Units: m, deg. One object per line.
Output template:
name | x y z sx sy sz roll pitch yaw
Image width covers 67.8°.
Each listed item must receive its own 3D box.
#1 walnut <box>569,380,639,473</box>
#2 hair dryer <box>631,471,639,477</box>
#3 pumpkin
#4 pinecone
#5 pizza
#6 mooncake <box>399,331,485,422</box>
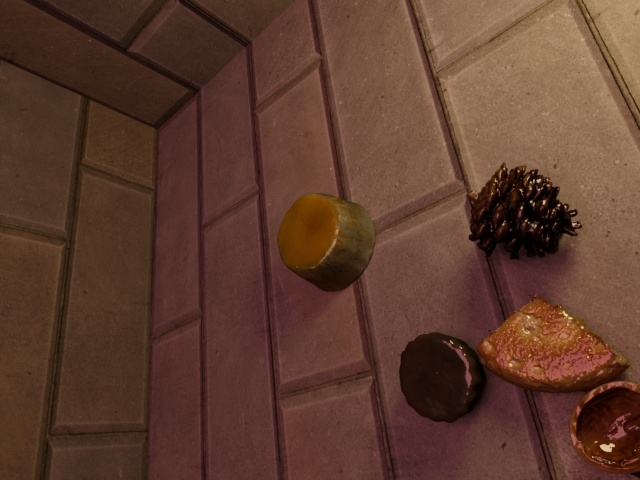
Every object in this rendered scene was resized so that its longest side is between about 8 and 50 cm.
walnut | 0.627 0.381 0.984 0.211 0.087 0.167 -40 59 29
hair dryer | 0.705 0.454 0.920 0.194 0.050 0.173 18 86 49
pumpkin | 0.000 0.000 1.643 0.332 0.199 0.333 -13 70 41
pinecone | 0.485 -0.059 1.176 0.243 0.243 0.257 -55 52 15
pizza | 0.533 0.242 1.125 0.335 0.086 0.226 -9 65 40
mooncake | 0.323 0.359 1.261 0.228 0.124 0.228 -10 74 39
